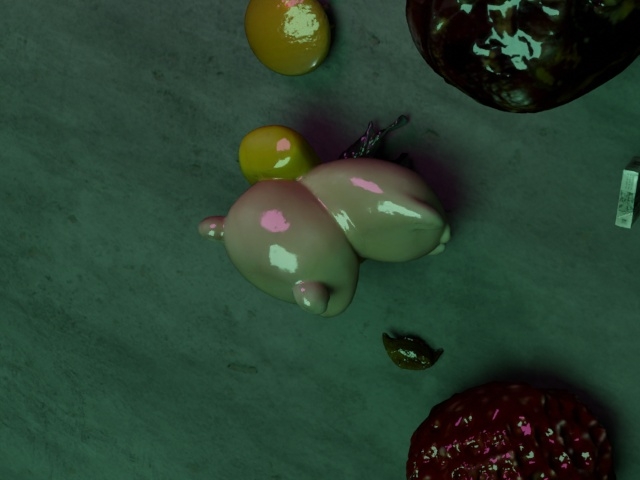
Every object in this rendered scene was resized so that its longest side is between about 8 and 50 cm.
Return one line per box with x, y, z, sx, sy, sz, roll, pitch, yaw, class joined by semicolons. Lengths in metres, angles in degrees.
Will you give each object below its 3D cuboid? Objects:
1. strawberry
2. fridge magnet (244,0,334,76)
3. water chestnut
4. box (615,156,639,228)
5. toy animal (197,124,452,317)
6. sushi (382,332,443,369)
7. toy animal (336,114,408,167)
0.248;0.373;1.831;0.317;0.345;0.295;12;120;26;strawberry
-0.047;-0.313;1.853;0.143;0.063;0.143;14;121;24;fridge magnet
0.253;-0.333;1.538;0.347;0.335;0.335;49;135;40;water chestnut
0.422;-0.065;1.696;0.024;0.054;0.083;14;119;22;box
0.006;0.013;1.828;0.345;0.247;0.278;19;152;18;toy animal
0.141;0.177;1.991;0.099;0.047;0.050;21;136;1;sushi
0.060;-0.119;1.896;0.202;0.070;0.105;-15;95;42;toy animal
